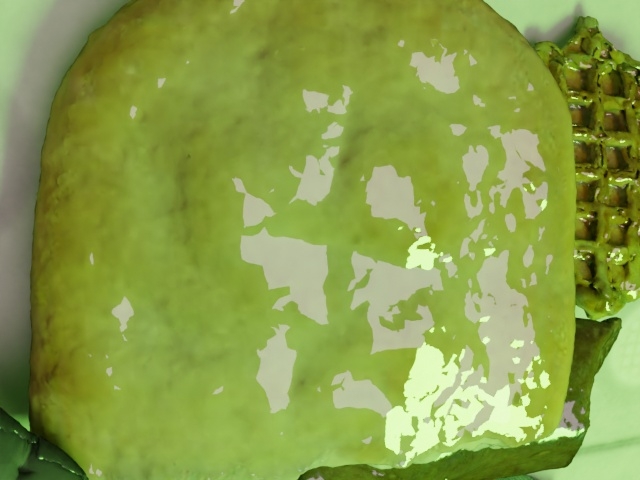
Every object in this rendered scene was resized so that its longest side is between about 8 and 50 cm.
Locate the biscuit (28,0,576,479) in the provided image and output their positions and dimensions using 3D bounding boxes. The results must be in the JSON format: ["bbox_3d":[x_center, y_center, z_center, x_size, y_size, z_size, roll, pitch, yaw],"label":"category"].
[{"bbox_3d":[0.000,0.000,0.651,0.429,0.104,0.446,6,102,-3],"label":"biscuit"}]

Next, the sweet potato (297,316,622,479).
[{"bbox_3d":[0.129,0.162,0.825,0.370,0.158,0.157,-8,114,-13],"label":"sweet potato"}]

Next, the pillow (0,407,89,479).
[{"bbox_3d":[-0.340,0.220,0.547,0.326,0.101,0.228,-47,116,-12],"label":"pillow"}]

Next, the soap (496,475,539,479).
[{"bbox_3d":[0.215,0.294,0.929,0.198,0.114,0.063,29,96,-31],"label":"soap"}]

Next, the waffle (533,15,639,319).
[{"bbox_3d":[0.241,-0.067,0.766,0.254,0.052,0.245,45,71,-1],"label":"waffle"}]
